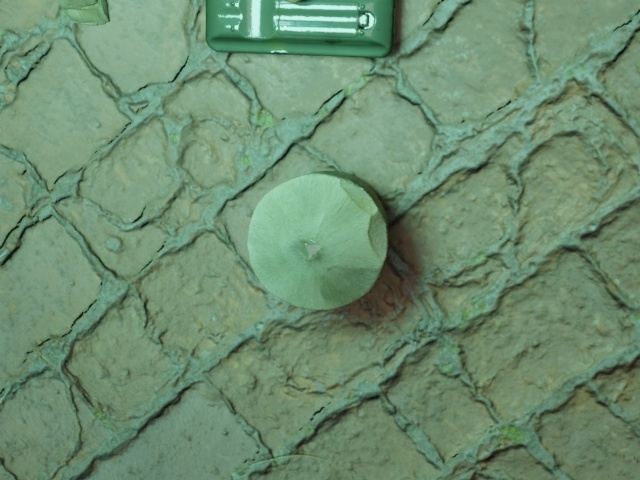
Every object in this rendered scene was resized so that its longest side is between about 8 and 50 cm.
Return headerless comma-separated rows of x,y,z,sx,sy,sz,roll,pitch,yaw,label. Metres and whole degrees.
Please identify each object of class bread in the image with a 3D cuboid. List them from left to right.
-0.433,-0.488,1.680,0.077,0.105,0.152,0,71,14,bread

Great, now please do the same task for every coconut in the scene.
0.000,0.000,1.561,0.238,0.266,0.237,1,94,11,coconut

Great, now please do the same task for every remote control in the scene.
-0.039,-0.384,1.587,0.335,0.065,0.127,4,105,13,remote control

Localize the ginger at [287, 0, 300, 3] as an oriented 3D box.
0.045,-0.489,1.531,0.259,0.065,0.149,-16,72,6,ginger
